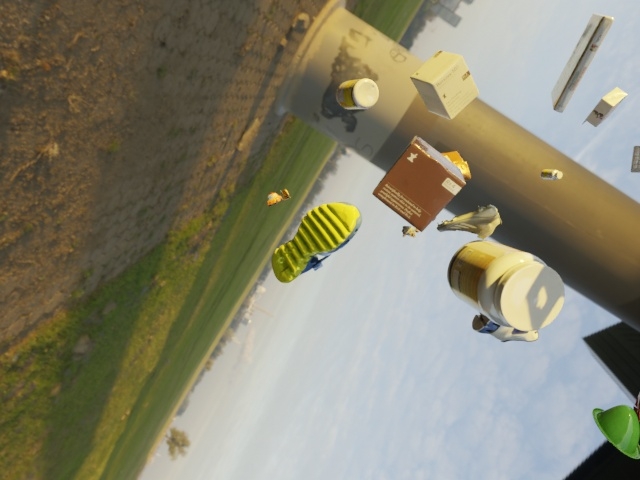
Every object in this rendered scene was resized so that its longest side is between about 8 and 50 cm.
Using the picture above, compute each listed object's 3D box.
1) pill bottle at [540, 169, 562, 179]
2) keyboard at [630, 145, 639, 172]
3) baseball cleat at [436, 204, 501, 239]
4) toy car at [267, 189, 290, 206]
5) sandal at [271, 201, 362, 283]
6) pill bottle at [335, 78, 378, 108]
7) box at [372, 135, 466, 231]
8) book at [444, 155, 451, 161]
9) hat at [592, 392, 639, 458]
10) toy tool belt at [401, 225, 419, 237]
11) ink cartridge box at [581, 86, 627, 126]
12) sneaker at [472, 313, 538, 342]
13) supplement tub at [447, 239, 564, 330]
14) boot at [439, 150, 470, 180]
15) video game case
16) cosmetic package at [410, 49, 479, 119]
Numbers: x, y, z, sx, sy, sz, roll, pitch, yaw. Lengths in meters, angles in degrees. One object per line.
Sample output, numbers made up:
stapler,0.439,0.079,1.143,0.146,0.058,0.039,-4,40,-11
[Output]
pill bottle,1.006,-0.286,1.917,0.043,0.043,0.083,-59,-156,-1
keyboard,0.952,-0.207,1.126,0.014,0.256,0.072,-17,111,-57
baseball cleat,0.489,-0.042,1.455,0.206,0.109,0.072,-22,-177,39
toy car,-0.127,-0.144,1.407,0.122,0.040,0.060,-18,-171,46
sandal,0.000,0.000,1.183,0.138,0.126,0.317,-9,158,-47
pill bottle,0.144,-0.610,1.843,0.117,0.117,0.215,-59,-153,2
box,0.263,-0.158,1.179,0.167,0.169,0.203,-52,180,23
book,0.345,-0.197,1.359,0.035,0.145,0.096,77,-9,-55
hat,1.036,0.576,1.456,0.183,0.173,0.208,-58,-157,28
toy tool belt,0.387,-0.032,1.894,0.052,0.084,0.051,7,-93,62
ink cartridge box,1.273,-0.586,1.982,0.104,0.061,0.181,-36,160,-12
sneaker,0.696,0.238,1.521,0.315,0.182,0.127,-52,-170,20
supplement tub,0.555,0.131,1.352,0.228,0.229,0.316,-58,-167,4
boot,0.498,-0.226,1.757,0.104,0.212,0.294,85,-4,-68
video game case,0.620,-0.430,1.059,0.227,0.026,0.206,-48,158,-53
cosmetic package,0.472,-0.591,1.678,0.151,0.184,0.151,-44,-142,3
